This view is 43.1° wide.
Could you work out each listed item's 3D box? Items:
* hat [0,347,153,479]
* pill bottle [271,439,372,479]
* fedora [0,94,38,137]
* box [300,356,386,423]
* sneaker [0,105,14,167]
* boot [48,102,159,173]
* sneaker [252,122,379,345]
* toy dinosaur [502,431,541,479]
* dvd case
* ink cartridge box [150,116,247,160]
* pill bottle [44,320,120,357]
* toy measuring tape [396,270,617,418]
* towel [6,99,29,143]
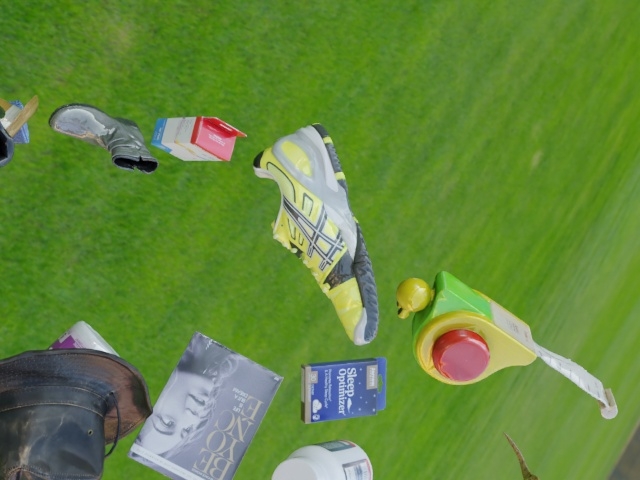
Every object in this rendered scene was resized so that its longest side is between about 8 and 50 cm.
[{"bbox_3d":[-0.371,0.270,1.062,0.331,0.134,0.331,-7,147,-5],"label":"hat"},{"bbox_3d":[0.000,0.369,1.254,0.108,0.108,0.180,-63,153,4],"label":"pill bottle"},{"bbox_3d":[-0.488,-0.156,1.159,0.079,0.194,0.194,42,74,-21],"label":"fedora"},{"bbox_3d":[0.062,0.353,1.929,0.225,0.036,0.136,-2,96,-24],"label":"box"},{"bbox_3d":[-0.442,-0.169,0.934,0.293,0.146,0.102,74,40,-69],"label":"sneaker"},{"bbox_3d":[-0.508,-0.239,1.931,0.246,0.161,0.083,8,126,-42],"label":"boot"},{"bbox_3d":[0.000,0.000,1.398,0.147,0.385,0.145,-18,176,0],"label":"sneaker"},{"bbox_3d":[0.319,0.376,1.216,0.211,0.064,0.112,-57,146,-83],"label":"toy dinosaur"},{"bbox_3d":[-0.181,0.280,1.297,0.221,0.164,0.018,-63,-176,-18],"label":"dvd case"},{"bbox_3d":[-0.327,-0.272,2.188,0.134,0.231,0.078,25,74,-49],"label":"ink cartridge box"},{"bbox_3d":[-0.619,0.346,1.898,0.301,0.169,0.169,-44,151,-12],"label":"pill bottle"},{"bbox_3d":[0.219,0.153,1.022,0.121,0.330,0.121,-50,-164,20],"label":"toy measuring tape"},{"bbox_3d":[-0.630,-0.238,1.644,0.067,0.029,0.119,-3,153,-14],"label":"towel"}]
